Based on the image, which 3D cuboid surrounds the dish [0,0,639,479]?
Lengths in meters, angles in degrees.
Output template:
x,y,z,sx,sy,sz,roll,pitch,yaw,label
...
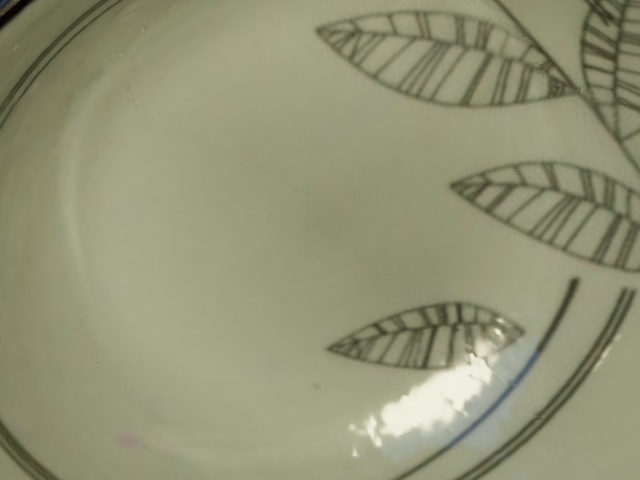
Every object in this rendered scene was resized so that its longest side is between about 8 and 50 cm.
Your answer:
x,y,z,sx,sy,sz,roll,pitch,yaw,label
0.000,0.000,0.572,0.316,0.106,0.316,-9,121,-14,dish
